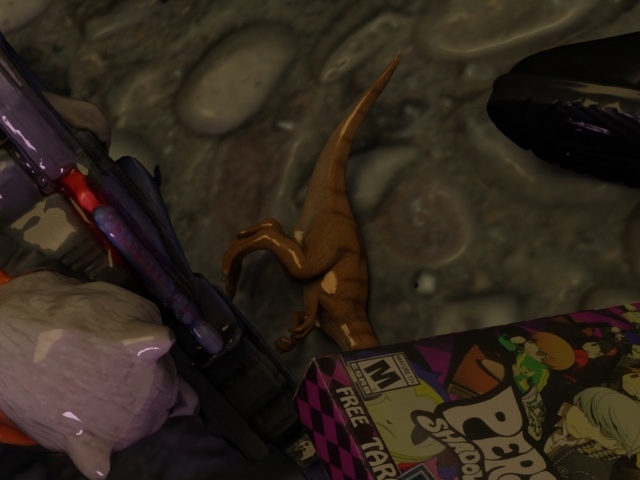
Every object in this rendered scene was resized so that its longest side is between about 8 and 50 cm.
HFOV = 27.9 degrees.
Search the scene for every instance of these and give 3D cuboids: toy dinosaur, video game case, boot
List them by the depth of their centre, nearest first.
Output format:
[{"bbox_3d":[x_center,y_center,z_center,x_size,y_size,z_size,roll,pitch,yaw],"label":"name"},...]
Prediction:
[{"bbox_3d":[0.126,0.134,0.561,0.210,0.042,0.232,-6,50,-28],"label":"video game case"},{"bbox_3d":[0.232,-0.130,0.694,0.247,0.094,0.207,10,72,21],"label":"boot"},{"bbox_3d":[0.000,0.000,0.762,0.112,0.064,0.211,-4,70,2],"label":"toy dinosaur"}]

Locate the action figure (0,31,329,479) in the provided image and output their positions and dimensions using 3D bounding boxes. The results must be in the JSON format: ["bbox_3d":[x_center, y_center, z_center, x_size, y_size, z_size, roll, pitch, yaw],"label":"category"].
[{"bbox_3d":[-0.139,0.056,0.657,0.178,0.341,0.330,-45,23,-15],"label":"action figure"}]
